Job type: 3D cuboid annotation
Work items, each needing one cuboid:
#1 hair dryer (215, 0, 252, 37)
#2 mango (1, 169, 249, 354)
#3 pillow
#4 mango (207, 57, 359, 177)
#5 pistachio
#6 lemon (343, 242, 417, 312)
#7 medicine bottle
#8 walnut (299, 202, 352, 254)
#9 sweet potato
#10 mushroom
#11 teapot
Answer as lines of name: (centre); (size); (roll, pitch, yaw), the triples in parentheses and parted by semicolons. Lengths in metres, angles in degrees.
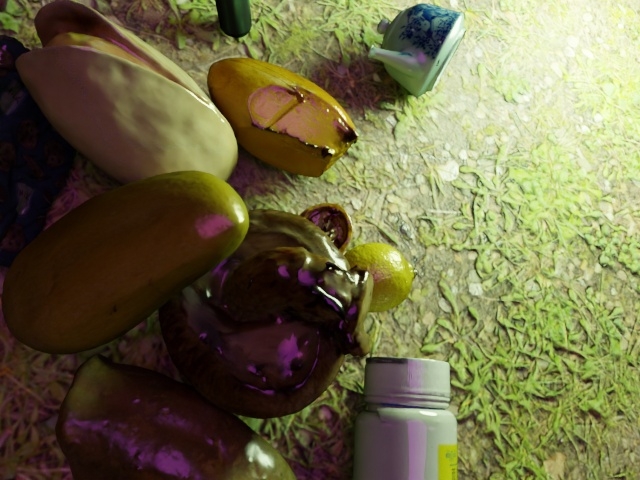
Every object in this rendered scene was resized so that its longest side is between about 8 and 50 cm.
hair dryer: (-0.201, -0.428, 0.837); (0.198, 0.100, 0.057); (34, 64, 15)
mango: (-0.237, 0.016, 0.597); (0.332, 0.142, 0.195); (-31, 40, 7)
pillow: (-0.385, -0.101, 0.619); (0.034, 0.189, 0.255); (11, 71, 12)
mango: (-0.066, -0.197, 0.776); (0.252, 0.126, 0.154); (32, 59, -5)
pistachio: (-0.234, -0.168, 0.656); (0.299, 0.188, 0.187); (41, 59, -47)
lemon: (0.083, 0.057, 0.760); (0.133, 0.109, 0.109); (-11, 77, -5)
medicine bottle: (0.115, 0.295, 0.681); (0.143, 0.143, 0.258); (8, 72, -15)
walnut: (0.000, 0.000, 0.778); (0.091, 0.052, 0.121); (31, 70, 13)
sweet potato: (-0.143, 0.275, 0.602); (0.370, 0.158, 0.157); (29, 68, -5)
mushroom: (-0.060, 0.088, 0.629); (0.195, 0.283, 0.263); (49, 55, -36)
teapot: (0.169, -0.358, 0.895); (0.159, 0.159, 0.232); (38, 47, -4)
